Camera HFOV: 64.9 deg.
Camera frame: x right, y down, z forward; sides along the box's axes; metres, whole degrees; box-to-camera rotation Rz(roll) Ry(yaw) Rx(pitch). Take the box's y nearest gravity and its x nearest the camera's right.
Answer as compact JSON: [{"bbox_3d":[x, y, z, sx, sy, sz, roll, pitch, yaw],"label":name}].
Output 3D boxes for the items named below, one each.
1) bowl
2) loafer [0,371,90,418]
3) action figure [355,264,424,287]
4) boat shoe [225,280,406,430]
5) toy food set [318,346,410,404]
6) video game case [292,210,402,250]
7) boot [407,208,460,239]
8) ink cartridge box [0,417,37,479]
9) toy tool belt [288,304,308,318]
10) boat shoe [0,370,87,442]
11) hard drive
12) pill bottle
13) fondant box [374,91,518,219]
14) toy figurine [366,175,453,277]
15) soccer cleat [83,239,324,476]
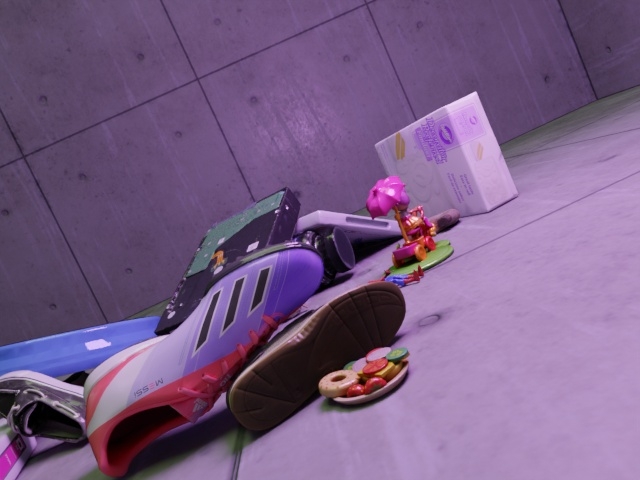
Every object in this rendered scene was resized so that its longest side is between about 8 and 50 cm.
[{"bbox_3d":[-0.511,0.230,1.042,0.390,0.077,0.391,-13,-7,-2],"label":"bowl"},{"bbox_3d":[-0.554,0.313,0.965,0.101,0.092,0.268,-22,6,29],"label":"loafer"},{"bbox_3d":[0.103,0.064,0.792,0.115,0.030,0.038,-24,10,32],"label":"action figure"},{"bbox_3d":[-0.007,0.110,0.537,0.223,0.080,0.073,-32,13,-26],"label":"boat shoe"},{"bbox_3d":[0.044,0.125,0.473,0.082,0.020,0.083,-28,6,-37],"label":"toy food set"},{"bbox_3d":[0.000,0.000,1.236,0.299,0.036,0.328,5,-16,-42],"label":"video game case"},{"bbox_3d":[0.245,-0.034,1.091,0.118,0.042,0.087,-21,0,29],"label":"boot"},{"bbox_3d":[-0.511,0.336,0.690,0.175,0.069,0.371,-27,8,-18],"label":"ink cartridge box"},{"bbox_3d":[-0.060,0.120,0.930,0.051,0.052,0.083,8,-7,-27],"label":"toy tool belt"},{"bbox_3d":[-0.419,0.247,0.744,0.219,0.078,0.070,3,12,15],"label":"boat shoe"},{"bbox_3d":[-0.172,0.045,1.010,0.236,0.064,0.339,-24,31,24],"label":"hard drive"},{"bbox_3d":[-0.044,0.053,1.059,0.219,0.123,0.123,-22,6,22],"label":"pill bottle"},{"bbox_3d":[0.280,-0.173,1.190,0.096,0.239,0.330,-26,5,-21],"label":"fondant box"},{"bbox_3d":[0.147,-0.038,0.876,0.130,0.159,0.173,-21,6,38],"label":"toy figurine"},{"bbox_3d":[-0.117,0.125,0.545,0.318,0.109,0.116,-35,43,3],"label":"soccer cleat"}]
